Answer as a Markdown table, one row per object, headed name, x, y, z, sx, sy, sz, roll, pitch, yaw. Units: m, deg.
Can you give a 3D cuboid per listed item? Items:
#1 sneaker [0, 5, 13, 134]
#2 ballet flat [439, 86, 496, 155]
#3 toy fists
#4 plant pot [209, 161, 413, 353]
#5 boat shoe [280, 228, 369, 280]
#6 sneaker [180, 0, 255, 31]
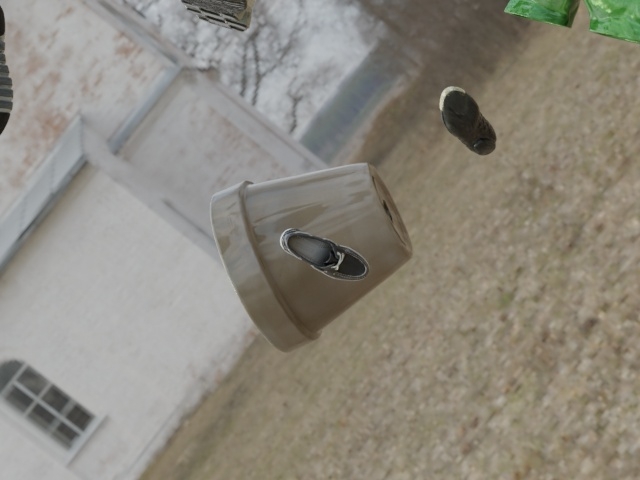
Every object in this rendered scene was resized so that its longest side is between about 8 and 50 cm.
| name | x | y | z | sx | sy | sz | roll | pitch | yaw |
| --- | --- | --- | --- | --- | --- | --- | --- | --- | --- |
| sneaker | -0.502 | -0.227 | 1.536 | 0.132 | 0.086 | 0.228 | -21 | 66 | 53 |
| ballet flat | 0.216 | -0.181 | 1.592 | 0.057 | 0.049 | 0.173 | -31 | -35 | 12 |
| toy fists | 0.378 | -0.367 | 1.494 | 0.096 | 0.279 | 0.142 | 3 | -74 | -45 |
| plant pot | 0.000 | 0.000 | 1.902 | 0.280 | 0.323 | 0.323 | -26 | 10 | 12 |
| boat shoe | 0.008 | 0.019 | 1.373 | 0.046 | 0.125 | 0.038 | -62 | 11 | 0 |
| sneaker | -0.133 | -0.379 | 1.423 | 0.330 | 0.123 | 0.146 | -118 | 46 | -84 |
